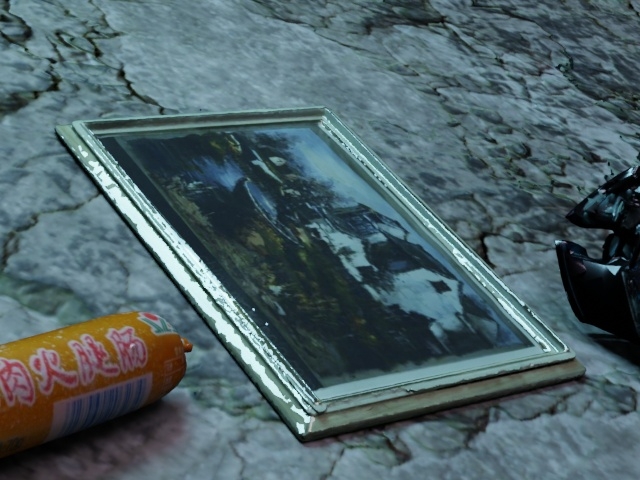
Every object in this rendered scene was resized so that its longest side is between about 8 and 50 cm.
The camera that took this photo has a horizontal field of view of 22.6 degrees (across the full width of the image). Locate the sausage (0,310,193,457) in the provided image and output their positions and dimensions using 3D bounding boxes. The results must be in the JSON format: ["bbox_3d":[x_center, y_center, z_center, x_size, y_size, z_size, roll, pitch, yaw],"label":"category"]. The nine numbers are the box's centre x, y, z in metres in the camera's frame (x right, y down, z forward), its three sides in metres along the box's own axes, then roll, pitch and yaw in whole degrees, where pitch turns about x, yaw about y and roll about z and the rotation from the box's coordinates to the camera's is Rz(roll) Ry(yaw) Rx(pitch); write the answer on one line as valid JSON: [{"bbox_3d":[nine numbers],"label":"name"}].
[{"bbox_3d":[-0.187,0.086,0.718,0.347,0.053,0.053,-16,48,-45],"label":"sausage"}]

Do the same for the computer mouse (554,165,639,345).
[{"bbox_3d":[0.266,0.029,1.029,0.241,0.146,0.077,18,4,-6],"label":"computer mouse"}]

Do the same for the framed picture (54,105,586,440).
[{"bbox_3d":[0.000,0.000,0.996,0.232,0.019,0.296,-8,43,-40],"label":"framed picture"}]
